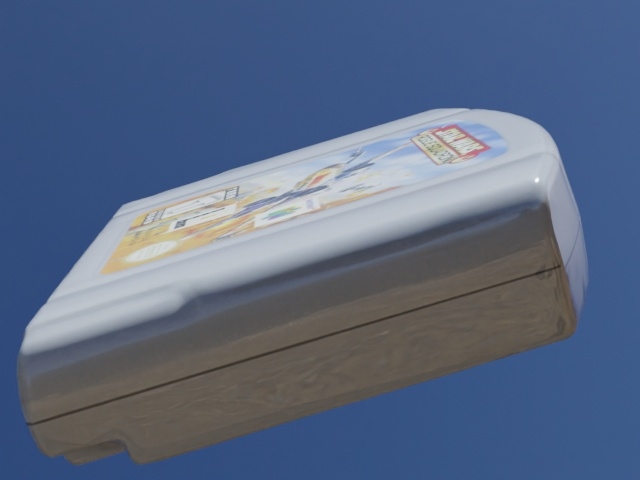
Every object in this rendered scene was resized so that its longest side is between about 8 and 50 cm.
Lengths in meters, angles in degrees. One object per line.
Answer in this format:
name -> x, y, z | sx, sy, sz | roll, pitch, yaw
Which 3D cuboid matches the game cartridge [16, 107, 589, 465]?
game cartridge -> 0.000, 0.000, 0.514 | 0.198, 0.297, 0.062 | -21, -79, 2
